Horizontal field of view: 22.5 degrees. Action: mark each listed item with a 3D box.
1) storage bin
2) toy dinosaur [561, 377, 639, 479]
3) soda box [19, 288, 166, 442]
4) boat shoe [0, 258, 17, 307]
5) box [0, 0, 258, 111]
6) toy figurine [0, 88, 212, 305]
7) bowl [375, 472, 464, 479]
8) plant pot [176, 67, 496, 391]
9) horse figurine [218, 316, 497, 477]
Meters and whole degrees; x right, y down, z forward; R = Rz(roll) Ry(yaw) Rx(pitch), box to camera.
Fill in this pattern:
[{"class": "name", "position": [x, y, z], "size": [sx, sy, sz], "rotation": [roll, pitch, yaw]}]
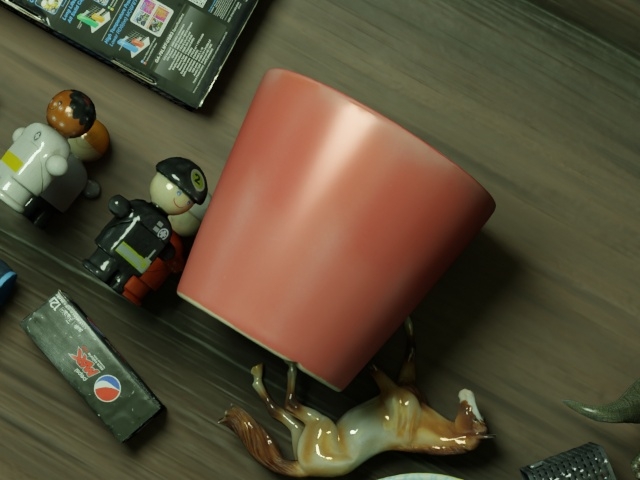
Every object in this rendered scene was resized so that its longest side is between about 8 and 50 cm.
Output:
[{"class": "storage bin", "position": [0.277, 0.306, 1.649], "size": [0.084, 0.122, 0.180], "rotation": [-21, 85, 0]}, {"class": "toy dinosaur", "position": [0.406, 0.193, 1.675], "size": [0.314, 0.121, 0.160], "rotation": [15, 74, 7]}, {"class": "soda box", "position": [-0.242, 0.134, 1.713], "size": [0.060, 0.053, 0.169], "rotation": [-41, 85, -1]}, {"class": "boat shoe", "position": [-0.434, 0.105, 1.697], "size": [0.089, 0.109, 0.258], "rotation": [44, 86, 8]}, {"class": "box", "position": [-0.190, -0.334, 1.712], "size": [0.293, 0.073, 0.295], "rotation": [28, 87, -8]}, {"class": "toy figurine", "position": [-0.218, -0.050, 1.649], "size": [0.209, 0.213, 0.148], "rotation": [38, 85, 7]}, {"class": "bowl", "position": [0.093, 0.395, 1.614], "size": [0.289, 0.289, 0.156], "rotation": [-29, 128, -1]}, {"class": "plant pot", "position": [0.000, 0.000, 1.606], "size": [0.275, 0.275, 0.243], "rotation": [30, 86, 4]}, {"class": "horse figurine", "position": [0.031, 0.180, 1.697], "size": [0.263, 0.066, 0.174], "rotation": [-22, 79, -2]}]
